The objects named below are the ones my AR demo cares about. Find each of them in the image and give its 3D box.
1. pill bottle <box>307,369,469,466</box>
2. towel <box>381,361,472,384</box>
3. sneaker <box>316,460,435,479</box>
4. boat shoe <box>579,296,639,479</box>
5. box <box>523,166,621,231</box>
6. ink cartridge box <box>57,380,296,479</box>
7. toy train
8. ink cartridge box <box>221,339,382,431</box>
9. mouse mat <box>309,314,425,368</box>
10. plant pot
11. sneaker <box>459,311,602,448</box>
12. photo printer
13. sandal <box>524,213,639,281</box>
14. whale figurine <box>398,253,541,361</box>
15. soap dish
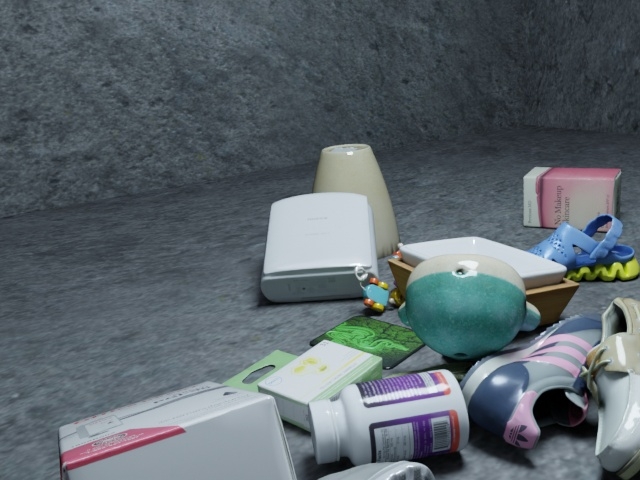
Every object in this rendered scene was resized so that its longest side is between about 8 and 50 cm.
[{"bbox_3d":[0.085,0.236,0.837,0.194,0.108,0.108,-7,17,-8],"label":"pill bottle"},{"bbox_3d":[0.153,0.208,0.957,0.148,0.027,0.110,-15,-7,14],"label":"towel"},{"bbox_3d":[-0.010,0.317,0.673,0.282,0.105,0.115,-12,-4,-27],"label":"sneaker"},{"bbox_3d":[0.396,0.181,0.836,0.103,0.113,0.302,34,39,14],"label":"boat shoe"},{"bbox_3d":[0.684,-0.115,1.738,0.233,0.148,0.127,5,20,32],"label":"box"},{"bbox_3d":[-0.175,0.245,0.706,0.207,0.117,0.283,-13,-3,-25],"label":"ink cartridge box"},{"bbox_3d":[0.136,0.082,1.328,0.166,0.125,0.046,-17,-5,-33],"label":"toy train"},{"bbox_3d":[-0.042,0.217,1.033,0.235,0.056,0.171,11,24,38],"label":"ink cartridge box"},{"bbox_3d":[0.094,0.184,1.182,0.190,0.007,0.153,9,22,41],"label":"mouse mat"},{"bbox_3d":[0.077,-0.110,1.691,0.257,0.273,0.256,-5,18,2],"label":"plant pot"},{"bbox_3d":[0.345,0.204,0.916,0.319,0.112,0.131,-18,38,-30],"label":"sneaker"},{"bbox_3d":[0.000,0.000,1.470,0.256,0.107,0.307,-4,39,5],"label":"photo printer"},{"bbox_3d":[0.522,0.022,1.368,0.318,0.138,0.126,-9,19,-6],"label":"sandal"},{"bbox_3d":[0.224,0.136,0.980,0.217,0.272,0.141,1,55,17],"label":"whale figurine"},{"bbox_3d":[0.301,0.083,1.230,0.229,0.118,0.291,-7,16,-25],"label":"soap dish"}]
